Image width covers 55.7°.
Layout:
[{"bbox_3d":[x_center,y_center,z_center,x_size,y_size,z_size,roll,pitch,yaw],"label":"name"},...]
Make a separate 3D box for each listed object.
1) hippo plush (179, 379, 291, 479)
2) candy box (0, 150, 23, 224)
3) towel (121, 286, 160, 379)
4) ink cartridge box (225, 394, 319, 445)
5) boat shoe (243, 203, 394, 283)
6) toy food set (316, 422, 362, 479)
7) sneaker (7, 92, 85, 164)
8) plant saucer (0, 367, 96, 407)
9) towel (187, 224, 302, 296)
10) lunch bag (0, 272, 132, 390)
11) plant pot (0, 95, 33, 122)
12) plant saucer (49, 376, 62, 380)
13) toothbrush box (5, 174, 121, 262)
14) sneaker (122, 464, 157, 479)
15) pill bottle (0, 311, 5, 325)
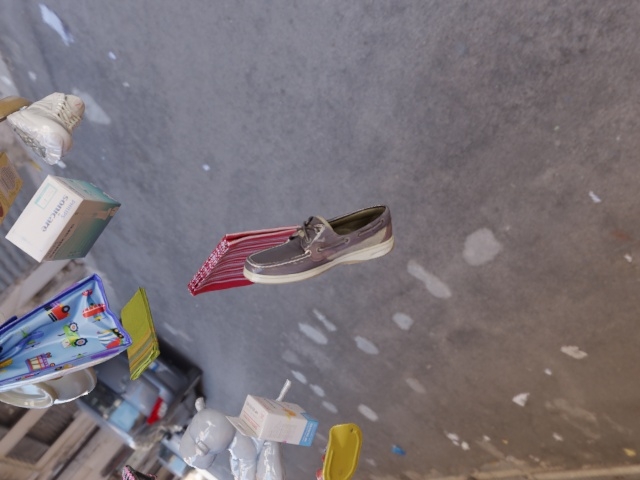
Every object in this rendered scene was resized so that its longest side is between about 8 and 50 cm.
[{"bbox_3d":[-0.218,0.519,1.516,0.237,0.234,0.294,13,132,-34],"label":"hippo plush"},{"bbox_3d":[-0.701,-0.039,1.132,0.316,0.183,0.087,-101,-5,-54],"label":"candy box"},{"bbox_3d":[-0.449,0.223,1.484,0.021,0.102,0.237,32,-162,-40],"label":"towel"},{"bbox_3d":[-0.108,0.402,1.362,0.181,0.061,0.104,22,178,-34],"label":"ink cartridge box"},{"bbox_3d":[0.000,0.000,1.044,0.103,0.285,0.092,-139,40,-57],"label":"boat shoe"},{"bbox_3d":[0.036,0.588,1.631,0.128,0.217,0.071,11,-179,-42],"label":"toy food set"},{"bbox_3d":[-0.431,-0.197,0.978,0.232,0.115,0.090,28,154,51],"label":"sneaker"},{"bbox_3d":[-0.877,0.406,1.788,0.401,0.100,0.400,4,140,3],"label":"plant saucer"},{"bbox_3d":[-0.177,0.049,1.398,0.275,0.199,0.031,-45,61,49],"label":"towel"},{"bbox_3d":[-0.492,0.193,0.996,0.221,0.293,0.138,-28,90,58],"label":"lunch bag"},{"bbox_3d":[-0.652,-0.211,1.128,0.236,0.236,0.032,1,127,52],"label":"plant pot"},{"bbox_3d":[-0.705,0.333,1.566,0.084,0.015,0.083,20,-165,-6],"label":"plant saucer"},{"bbox_3d":[-0.746,-0.061,1.788,0.126,0.216,0.295,35,-177,0],"label":"toothbrush box"},{"bbox_3d":[-0.415,0.569,1.429,0.119,0.057,0.047,43,130,7],"label":"sneaker"},{"bbox_3d":[-0.815,0.202,1.358,0.180,0.107,0.108,5,-177,-44],"label":"pill bottle"}]
